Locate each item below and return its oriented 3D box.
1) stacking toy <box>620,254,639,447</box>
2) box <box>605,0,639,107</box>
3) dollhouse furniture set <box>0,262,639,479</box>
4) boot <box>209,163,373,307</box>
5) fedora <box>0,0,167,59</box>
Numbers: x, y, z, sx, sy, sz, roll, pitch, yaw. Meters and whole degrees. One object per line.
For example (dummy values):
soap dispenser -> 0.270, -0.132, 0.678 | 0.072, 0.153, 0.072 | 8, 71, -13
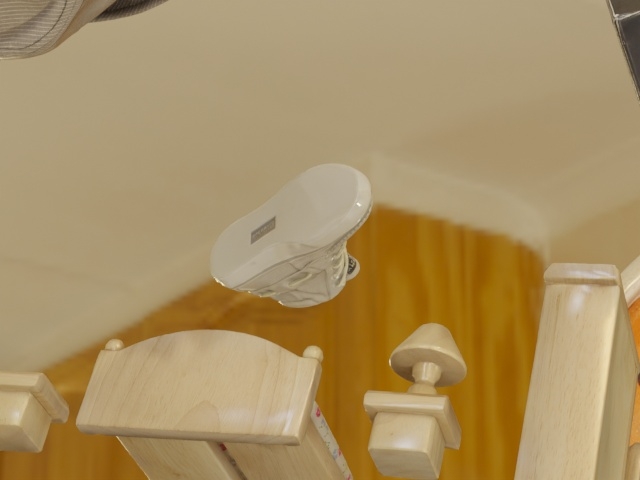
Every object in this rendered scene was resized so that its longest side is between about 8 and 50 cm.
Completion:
stacking toy -> 0.405, 0.206, 1.279 | 0.350, 0.480, 0.351 | -9, -62, -16
box -> 0.413, -0.156, 1.497 | 0.312, 0.179, 0.343 | -17, -49, 10
dollhouse furniture set -> 0.013, 0.121, 1.148 | 0.355, 0.174, 0.303 | 2, -34, 20
boot -> 0.000, 0.000, 1.975 | 0.123, 0.095, 0.258 | 23, -31, -32
fedora -> -0.221, -0.218, 1.309 | 0.275, 0.124, 0.244 | -1, -40, 32
